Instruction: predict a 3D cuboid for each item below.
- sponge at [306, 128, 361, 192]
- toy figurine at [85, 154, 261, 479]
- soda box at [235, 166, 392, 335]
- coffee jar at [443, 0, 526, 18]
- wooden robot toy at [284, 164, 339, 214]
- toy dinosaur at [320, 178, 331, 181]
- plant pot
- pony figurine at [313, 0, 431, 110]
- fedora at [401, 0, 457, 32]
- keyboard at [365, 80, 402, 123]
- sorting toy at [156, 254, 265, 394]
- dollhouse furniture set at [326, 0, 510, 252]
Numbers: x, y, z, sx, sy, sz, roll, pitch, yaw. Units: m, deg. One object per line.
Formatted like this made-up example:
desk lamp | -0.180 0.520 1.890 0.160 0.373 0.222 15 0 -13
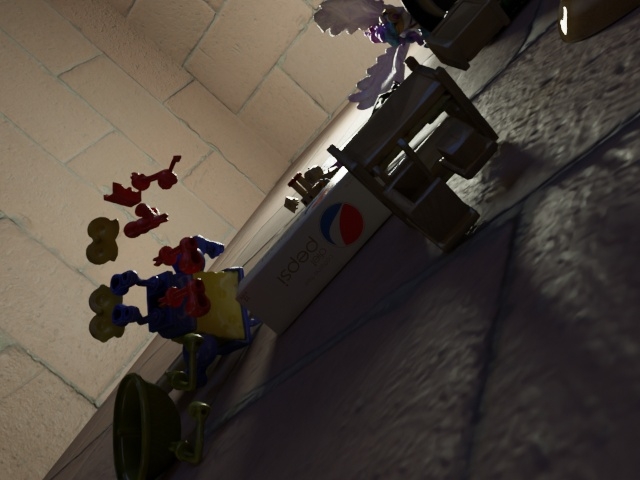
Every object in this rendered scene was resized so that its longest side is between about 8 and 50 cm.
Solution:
sponge | 0.053 -0.179 1.361 0.210 0.031 0.117 -37 16 50
toy figurine | -0.133 0.100 0.776 0.191 0.217 0.362 -26 64 33
soda box | 0.000 0.000 0.719 0.216 0.069 0.074 -48 9 7
coffee jar | 0.273 -0.379 0.970 0.184 0.079 0.096 -48 12 3
wooden robot toy | -0.009 -0.116 1.289 0.079 0.076 0.173 -42 3 -39
toy dinosaur | 0.042 -0.078 1.018 0.090 0.047 0.082 -2 27 31
plant pot | 0.298 -0.275 0.558 0.236 0.032 0.236 -48 9 10
pony figurine | 0.192 -0.540 1.602 0.363 0.302 0.351 -36 9 -35
fedora | 0.279 -0.557 1.188 0.334 0.334 0.152 -51 40 -13
keyboard | 0.154 -0.259 1.198 0.100 0.038 0.192 -64 20 -6
sorting toy | -0.177 0.167 0.963 0.347 0.047 0.196 -50 4 -11
dollhouse furniture set | 0.126 -0.087 0.514 0.182 0.101 0.161 -48 33 4
